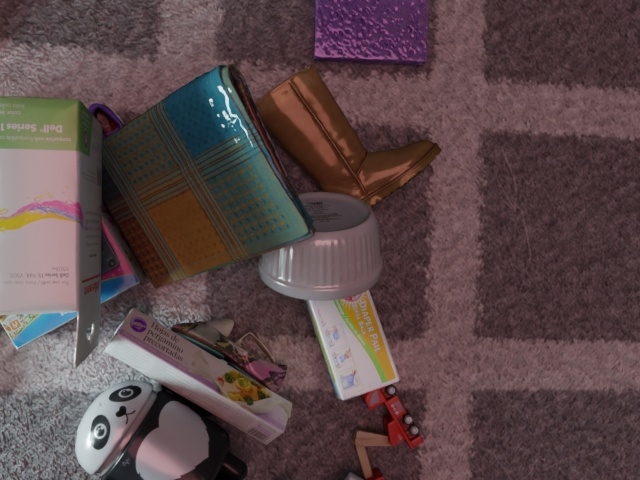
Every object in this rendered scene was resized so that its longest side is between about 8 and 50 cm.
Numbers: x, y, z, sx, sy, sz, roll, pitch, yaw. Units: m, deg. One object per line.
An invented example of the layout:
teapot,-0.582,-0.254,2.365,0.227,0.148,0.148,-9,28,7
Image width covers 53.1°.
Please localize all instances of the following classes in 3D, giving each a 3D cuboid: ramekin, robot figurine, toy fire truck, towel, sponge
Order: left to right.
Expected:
robot figurine,-0.261,0.348,1.054,0.278,0.209,0.173,35,99,-8
towel,-0.202,-0.080,0.996,0.040,0.370,0.271,-40,107,-51
ramekin,0.000,0.000,1.047,0.207,0.207,0.109,-5,117,-9
sponge,0.091,-0.383,1.167,0.210,0.031,0.117,0,91,-8
toy fire truck,0.110,0.358,1.177,0.135,0.047,0.192,-31,95,-6

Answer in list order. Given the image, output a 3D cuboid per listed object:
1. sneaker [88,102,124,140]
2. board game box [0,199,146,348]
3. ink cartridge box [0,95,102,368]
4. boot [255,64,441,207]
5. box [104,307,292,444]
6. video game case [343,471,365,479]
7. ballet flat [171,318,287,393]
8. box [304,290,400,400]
sneaker,-0.339,-0.157,1.084,0.068,0.071,0.170,-40,97,-6
board game box,-0.463,-0.013,1.057,0.224,0.097,0.303,-29,96,-7
ink cartridge box,-0.386,-0.009,0.916,0.119,0.207,0.353,0,90,-11
boot,0.050,-0.194,1.135,0.236,0.089,0.269,-36,95,-4
box,-0.198,0.231,1.074,0.324,0.063,0.067,34,129,-12
video game case,0.074,0.540,1.163,0.183,0.023,0.201,32,101,-8
ballet flat,-0.154,0.188,1.127,0.221,0.077,0.079,35,68,-13
box,0.048,0.161,1.110,0.103,0.114,0.203,-17,80,-7
